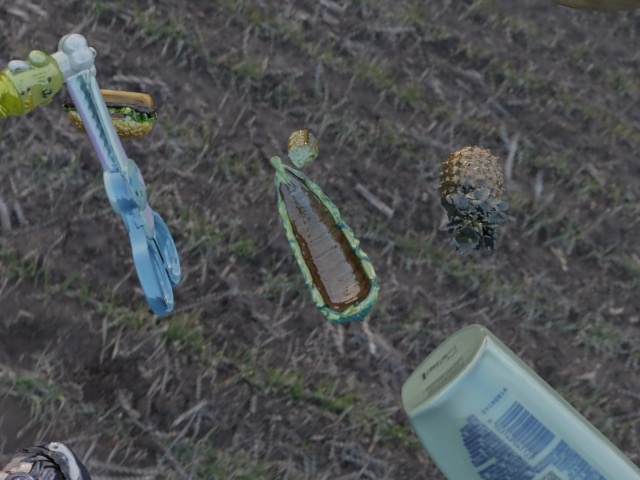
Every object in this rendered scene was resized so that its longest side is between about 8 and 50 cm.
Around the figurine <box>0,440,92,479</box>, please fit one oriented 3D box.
[{"bbox_3d":[-0.436,0.388,1.542,0.222,0.145,0.145,-29,76,-43],"label":"figurine"}]

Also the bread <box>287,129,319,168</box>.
[{"bbox_3d":[-0.036,-0.193,2.177,0.066,0.060,0.110,8,26,-5],"label":"bread"}]

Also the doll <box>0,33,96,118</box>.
[{"bbox_3d":[-0.383,-0.230,1.460,0.162,0.106,0.062,-36,69,-25],"label":"doll"}]

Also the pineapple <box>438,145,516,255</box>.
[{"bbox_3d":[0.249,-0.060,1.684,0.125,0.125,0.251,28,29,-9],"label":"pineapple"}]

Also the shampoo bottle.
[{"bbox_3d":[0.227,0.237,0.997,0.359,0.134,0.078,42,12,-18],"label":"shampoo bottle"}]

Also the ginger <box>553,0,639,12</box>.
[{"bbox_3d":[0.215,-0.334,0.904,0.244,0.304,0.155,37,84,33],"label":"ginger"}]

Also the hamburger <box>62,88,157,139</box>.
[{"bbox_3d":[-0.374,-0.224,1.859,0.165,0.137,0.087,5,97,-8],"label":"hamburger"}]

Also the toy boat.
[{"bbox_3d":[0.001,0.000,1.651,0.108,0.099,0.293,-30,72,6],"label":"toy boat"}]

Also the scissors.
[{"bbox_3d":[-0.194,-0.049,1.043,0.030,0.256,0.125,-16,27,6],"label":"scissors"}]
